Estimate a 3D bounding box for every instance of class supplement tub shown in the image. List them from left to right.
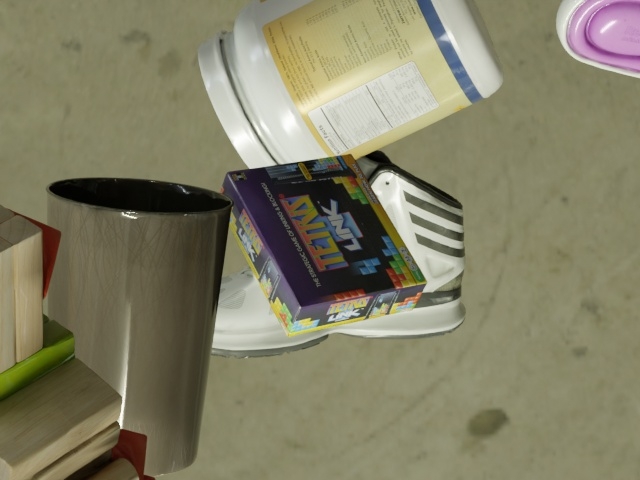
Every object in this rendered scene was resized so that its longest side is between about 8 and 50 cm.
[{"bbox_3d":[0.036,-0.219,1.650,0.316,0.228,0.228,-25,124,13],"label":"supplement tub"}]

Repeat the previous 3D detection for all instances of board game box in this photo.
[{"bbox_3d":[0.000,0.000,1.308,0.141,0.170,0.048,-10,144,-30],"label":"board game box"}]

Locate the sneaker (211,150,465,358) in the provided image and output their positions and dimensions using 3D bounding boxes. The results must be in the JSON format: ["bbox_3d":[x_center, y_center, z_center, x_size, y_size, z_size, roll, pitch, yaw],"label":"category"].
[{"bbox_3d":[-0.015,0.003,1.835,0.447,0.169,0.257,-5,109,-18],"label":"sneaker"}]

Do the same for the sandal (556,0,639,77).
[{"bbox_3d":[0.473,-0.207,1.559,0.416,0.102,0.169,4,135,-2],"label":"sandal"}]

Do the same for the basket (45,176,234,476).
[{"bbox_3d":[-0.160,0.071,1.160,0.154,0.204,0.227,3,100,-15],"label":"basket"}]

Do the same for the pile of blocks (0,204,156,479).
[{"bbox_3d":[-0.170,0.124,0.823,0.149,0.112,0.362,4,116,42],"label":"pile of blocks"}]
